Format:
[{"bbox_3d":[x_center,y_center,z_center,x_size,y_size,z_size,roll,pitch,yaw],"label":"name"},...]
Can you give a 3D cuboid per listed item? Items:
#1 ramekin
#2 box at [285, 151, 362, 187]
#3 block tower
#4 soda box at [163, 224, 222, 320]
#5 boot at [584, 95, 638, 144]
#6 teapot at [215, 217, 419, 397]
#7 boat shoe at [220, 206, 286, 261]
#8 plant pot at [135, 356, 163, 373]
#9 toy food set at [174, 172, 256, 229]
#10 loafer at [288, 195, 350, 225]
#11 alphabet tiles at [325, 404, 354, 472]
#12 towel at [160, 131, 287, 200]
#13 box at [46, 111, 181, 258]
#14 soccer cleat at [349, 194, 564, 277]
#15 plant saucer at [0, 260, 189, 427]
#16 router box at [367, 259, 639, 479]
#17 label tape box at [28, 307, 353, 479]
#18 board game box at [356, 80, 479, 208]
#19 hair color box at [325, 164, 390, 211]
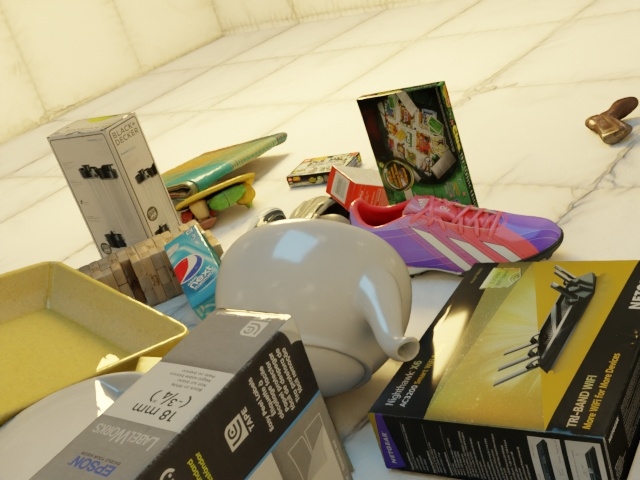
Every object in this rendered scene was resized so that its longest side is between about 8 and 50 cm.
[{"bbox_3d":[-0.252,0.270,0.904,0.273,0.127,0.273,-20,23,9],"label":"ramekin"},{"bbox_3d":[0.008,-0.148,1.786,0.137,0.027,0.094,-5,26,30],"label":"box"},{"bbox_3d":[-0.332,0.071,1.477,0.336,0.091,0.097,-24,23,-12],"label":"block tower"},{"bbox_3d":[-0.183,0.060,1.353,0.067,0.071,0.210,-36,34,-3],"label":"soda box"},{"bbox_3d":[0.531,-0.211,1.508,0.106,0.037,0.114,-30,18,8],"label":"boot"},{"bbox_3d":[-0.016,0.107,1.006,0.253,0.256,0.187,4,60,4],"label":"teapot"},{"bbox_3d":[-0.091,0.005,1.479,0.083,0.065,0.183,0,36,37],"label":"boat shoe"},{"bbox_3d":[-0.191,0.200,1.097,0.083,0.081,0.081,-4,23,1],"label":"plant pot"},{"bbox_3d":[-0.219,-0.065,1.739,0.218,0.071,0.128,-24,-1,-17],"label":"toy food set"},{"bbox_3d":[0.000,0.000,1.352,0.112,0.112,0.319,-21,21,16],"label":"loafer"},{"bbox_3d":[-0.095,0.253,0.989,0.237,0.009,0.198,-22,23,-5],"label":"alphabet tiles"},{"bbox_3d":[-0.270,-0.156,1.938,0.272,0.040,0.370,-9,17,35],"label":"towel"},{"bbox_3d":[-0.377,-0.088,1.612,0.169,0.289,0.087,-2,28,36],"label":"box"},{"bbox_3d":[0.184,-0.014,1.232,0.318,0.116,0.108,-4,27,33],"label":"soccer cleat"},{"bbox_3d":[-0.409,0.152,1.178,0.333,0.081,0.333,21,27,34],"label":"plant saucer"},{"bbox_3d":[0.230,0.130,0.919,0.243,0.081,0.309,-2,28,35],"label":"router box"},{"bbox_3d":[-0.116,0.249,0.714,0.106,0.240,0.334,3,33,37],"label":"label tape box"},{"bbox_3d":[0.153,-0.104,1.276,0.136,0.259,0.030,-5,28,29],"label":"board game box"},{"bbox_3d":[0.104,-0.080,1.417,0.167,0.053,0.093,3,22,-27],"label":"hair color box"}]
